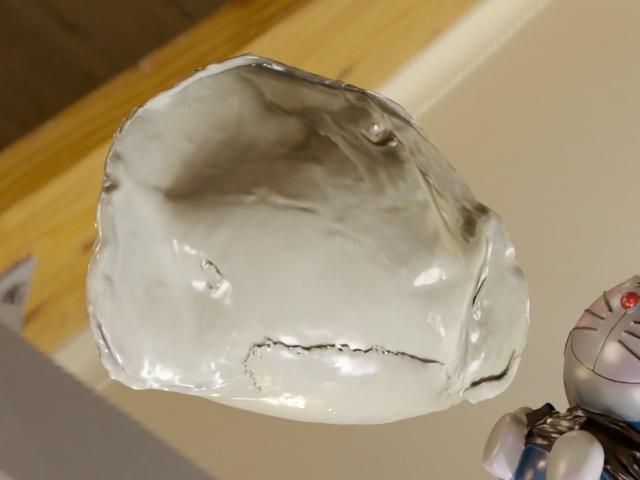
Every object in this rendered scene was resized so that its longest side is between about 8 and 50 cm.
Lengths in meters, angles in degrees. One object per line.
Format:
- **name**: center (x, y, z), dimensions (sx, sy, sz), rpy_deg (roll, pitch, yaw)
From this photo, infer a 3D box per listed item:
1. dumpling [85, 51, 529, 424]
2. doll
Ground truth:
- **dumpling**: center (0.003, 0.000, 1.127), dimensions (0.341, 0.181, 0.260), rpy_deg (2, -101, -10)
- **doll**: center (0.350, 0.172, 1.687), dimensions (0.310, 0.240, 0.284), rpy_deg (-55, -146, -12)
